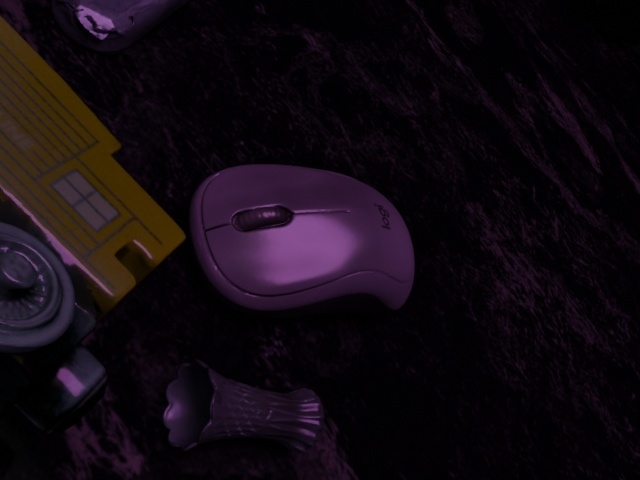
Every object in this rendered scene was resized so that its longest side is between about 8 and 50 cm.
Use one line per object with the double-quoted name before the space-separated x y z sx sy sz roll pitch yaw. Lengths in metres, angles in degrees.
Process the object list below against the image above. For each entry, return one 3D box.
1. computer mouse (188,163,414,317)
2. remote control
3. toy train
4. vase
"computer mouse" 0.000 0.000 0.892 0.296 0.121 0.184 13 54 -39
"remote control" -0.228 -0.309 0.957 0.104 0.052 0.247 41 43 -10
"toy train" -0.306 -0.057 0.607 0.442 0.179 0.272 47 32 -6
"vase" -0.065 0.163 0.741 0.148 0.081 0.081 19 49 -38
